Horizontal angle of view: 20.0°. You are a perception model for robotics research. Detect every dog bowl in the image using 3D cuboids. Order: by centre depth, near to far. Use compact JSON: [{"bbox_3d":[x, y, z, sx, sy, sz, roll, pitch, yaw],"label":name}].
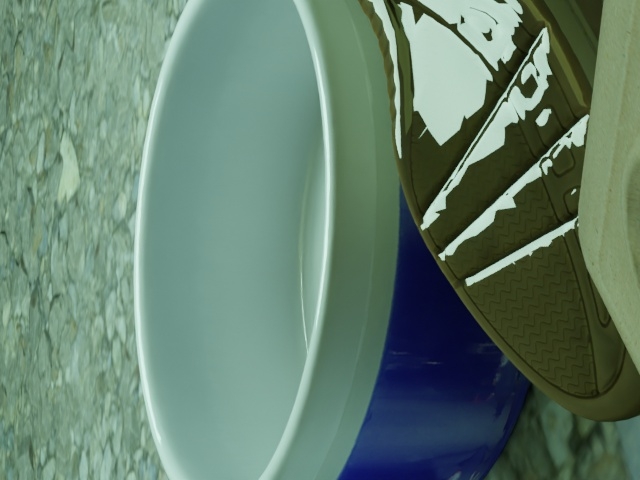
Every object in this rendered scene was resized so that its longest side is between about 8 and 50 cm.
[{"bbox_3d":[0.000,0.000,0.845,0.265,0.104,0.265,-176,90,-67],"label":"dog bowl"}]

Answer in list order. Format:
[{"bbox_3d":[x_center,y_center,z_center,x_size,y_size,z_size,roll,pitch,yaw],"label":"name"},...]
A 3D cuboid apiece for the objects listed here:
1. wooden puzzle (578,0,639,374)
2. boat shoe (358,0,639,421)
[{"bbox_3d":[0.147,0.037,0.382,0.322,0.080,0.348,82,171,-62],"label":"wooden puzzle"},{"bbox_3d":[0.078,-0.079,0.687,0.109,0.098,0.302,-46,62,48],"label":"boat shoe"}]
